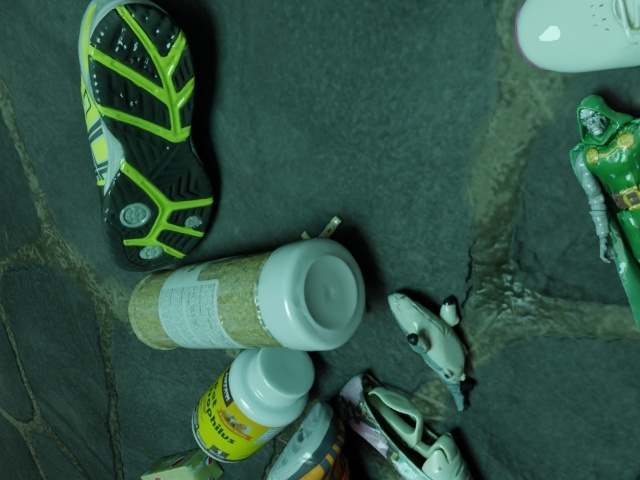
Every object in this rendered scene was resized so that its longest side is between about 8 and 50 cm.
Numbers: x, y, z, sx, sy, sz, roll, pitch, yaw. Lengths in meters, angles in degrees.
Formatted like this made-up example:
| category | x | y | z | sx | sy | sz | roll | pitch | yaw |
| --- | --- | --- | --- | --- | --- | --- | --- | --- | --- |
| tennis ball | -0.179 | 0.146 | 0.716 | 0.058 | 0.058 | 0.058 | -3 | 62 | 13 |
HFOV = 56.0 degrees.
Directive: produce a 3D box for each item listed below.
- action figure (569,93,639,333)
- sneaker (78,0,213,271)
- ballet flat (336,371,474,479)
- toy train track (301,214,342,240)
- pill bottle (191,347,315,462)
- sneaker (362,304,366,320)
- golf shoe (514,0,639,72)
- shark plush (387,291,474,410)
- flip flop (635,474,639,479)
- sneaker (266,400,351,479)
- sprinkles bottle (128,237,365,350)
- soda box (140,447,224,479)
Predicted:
| category | x | y | z | sx | sy | sz | roll | pitch | yaw |
| --- | --- | --- | --- | --- | --- | --- | --- | --- | --- |
| action figure | 0.273 | -0.016 | 0.491 | 0.137 | 0.063 | 0.232 | -30 | 90 | 45 |
| sneaker | -0.224 | -0.125 | 0.774 | 0.147 | 0.145 | 0.385 | 55 | 145 | 43 |
| ballet flat | 0.116 | 0.246 | 0.740 | 0.221 | 0.077 | 0.079 | 38 | 127 | 19 |
| toy train track | 0.000 | 0.000 | 0.730 | 0.048 | 0.014 | 0.083 | 45 | 131 | 8 |
| pill bottle | -0.094 | 0.224 | 0.849 | 0.117 | 0.117 | 0.215 | 46 | 132 | 7 |
| sneaker | 0.024 | 0.068 | 0.741 | 0.083 | 0.032 | 0.037 | 55 | 139 | 12 |
| golf shoe | 0.255 | -0.175 | 0.364 | 0.306 | 0.140 | 0.115 | -12 | 108 | 41 |
| shark plush | 0.137 | 0.124 | 0.690 | 0.161 | 0.073 | 0.067 | 49 | 156 | -23 |
| flip flop | 0.378 | 0.244 | 0.535 | 0.112 | 0.080 | 0.277 | 44 | 131 | 10 |
| sneaker | 0.027 | 0.331 | 0.811 | 0.180 | 0.124 | 0.321 | 33 | 151 | 9 |
| sprinkles bottle | -0.110 | 0.079 | 0.759 | 0.355 | 0.121 | 0.121 | -11 | 107 | 46 |
| soda box | -0.261 | 0.439 | 1.129 | 0.181 | 0.058 | 0.061 | -29 | 94 | 43 |
